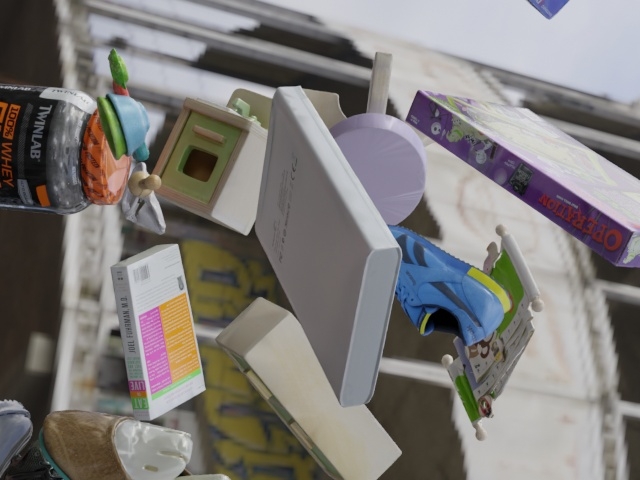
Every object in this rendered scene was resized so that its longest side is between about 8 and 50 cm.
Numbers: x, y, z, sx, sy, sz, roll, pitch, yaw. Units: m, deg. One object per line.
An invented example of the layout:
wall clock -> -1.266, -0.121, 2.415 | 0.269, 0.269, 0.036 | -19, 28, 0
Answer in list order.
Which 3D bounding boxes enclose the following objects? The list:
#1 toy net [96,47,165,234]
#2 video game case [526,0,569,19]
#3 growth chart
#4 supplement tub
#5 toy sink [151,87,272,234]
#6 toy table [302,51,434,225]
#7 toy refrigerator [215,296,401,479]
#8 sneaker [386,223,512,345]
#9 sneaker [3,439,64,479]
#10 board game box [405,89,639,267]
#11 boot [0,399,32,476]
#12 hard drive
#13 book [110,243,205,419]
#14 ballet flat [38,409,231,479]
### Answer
toy net -> -0.208, -0.091, 1.605 | 0.232, 0.045, 0.122 | 89, -23, -53
video game case -> 0.243, -0.473, 2.281 | 0.061, 0.269, 0.244 | -45, -123, 11
growth chart -> 0.217, 0.113, 1.919 | 0.172, 0.021, 0.237 | -118, -140, -50
supplement tub -> -0.492, -0.151, 2.450 | 0.207, 0.338, 0.207 | 4, 90, -80
toy sink -> -0.160, -0.152, 2.498 | 0.153, 0.131, 0.234 | 23, -94, 32
toy table -> 0.078, -0.149, 2.278 | 0.274, 0.252, 0.161 | 120, -20, -54
toy refrigerator -> -0.018, 0.209, 1.978 | 0.094, 0.269, 0.102 | -43, -154, -13
sneaker -> 0.106, 0.049, 1.635 | 0.209, 0.082, 0.069 | 30, -27, 37
sneaker -> -0.359, 0.350, 2.086 | 0.227, 0.087, 0.130 | 14, -87, 40
board game box -> 0.280, -0.070, 1.707 | 0.347, 0.208, 0.056 | 40, -69, 40
boot -> -0.502, 0.491, 2.472 | 0.146, 0.367, 0.445 | -45, -105, 22
hard drive -> 0.000, 0.000, 1.601 | 0.307, 0.040, 0.203 | -119, -149, -48
book -> -0.152, 0.083, 1.390 | 0.035, 0.096, 0.144 | -3, -80, 23
ballet flat -> -0.169, 0.291, 1.740 | 0.124, 0.342, 0.116 | -29, -152, 26
